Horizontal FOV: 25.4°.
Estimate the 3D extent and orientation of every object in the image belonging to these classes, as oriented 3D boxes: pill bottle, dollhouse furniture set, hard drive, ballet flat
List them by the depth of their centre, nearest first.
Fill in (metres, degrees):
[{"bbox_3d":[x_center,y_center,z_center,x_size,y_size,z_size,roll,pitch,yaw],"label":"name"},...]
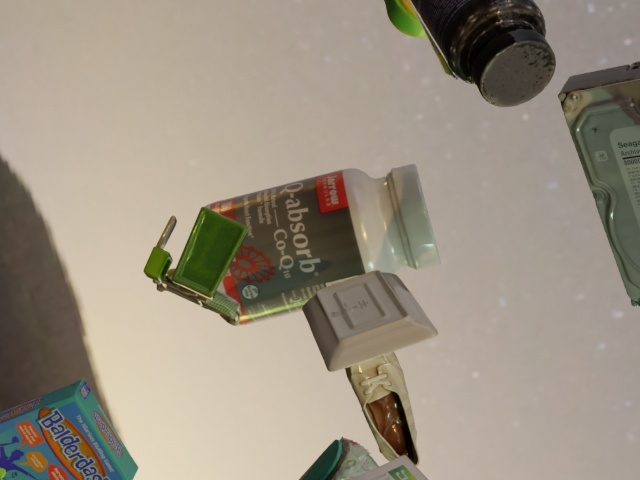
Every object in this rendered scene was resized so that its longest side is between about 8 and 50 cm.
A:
[{"bbox_3d":[-0.087,0.017,1.083,0.152,0.076,0.059,105,10,-81],"label":"dollhouse furniture set"},{"bbox_3d":[-0.019,0.308,1.506,0.077,0.241,0.091,35,25,-18],"label":"ballet flat"},{"bbox_3d":[0.187,-0.258,1.650,0.123,0.122,0.219,87,-15,-46],"label":"pill bottle"},{"bbox_3d":[0.471,-0.074,1.844,0.064,0.236,0.339,-52,126,-49],"label":"hard drive"},{"bbox_3d":[0.000,0.000,2.313,0.210,0.362,0.210,-15,90,-85],"label":"pill bottle"}]

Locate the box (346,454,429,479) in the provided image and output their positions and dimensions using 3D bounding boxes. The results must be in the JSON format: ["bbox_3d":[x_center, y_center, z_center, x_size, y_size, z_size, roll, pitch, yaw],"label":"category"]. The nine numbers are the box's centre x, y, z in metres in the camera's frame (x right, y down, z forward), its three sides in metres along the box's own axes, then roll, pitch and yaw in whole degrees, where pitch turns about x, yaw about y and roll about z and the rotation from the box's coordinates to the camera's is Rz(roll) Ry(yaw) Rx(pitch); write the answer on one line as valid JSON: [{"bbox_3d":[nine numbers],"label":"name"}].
[{"bbox_3d":[0.086,0.340,1.201,0.322,0.232,0.058,44,-49,31],"label":"box"}]

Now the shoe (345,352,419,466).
[{"bbox_3d":[0.092,0.224,1.973,0.058,0.076,0.219,-126,-166,-65],"label":"shoe"}]

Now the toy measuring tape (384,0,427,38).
[{"bbox_3d":[0.104,-0.392,2.272,0.121,0.330,0.121,-172,-90,-79],"label":"toy measuring tape"}]

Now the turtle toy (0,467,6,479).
[{"bbox_3d":[-0.377,0.262,1.441,0.066,0.130,0.095,-10,-78,60],"label":"turtle toy"}]

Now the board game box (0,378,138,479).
[{"bbox_3d":[-0.386,0.302,1.999,0.160,0.210,0.047,61,18,-18],"label":"board game box"}]

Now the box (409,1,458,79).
[{"bbox_3d":[0.186,-0.325,1.964,0.179,0.105,0.043,58,-7,-31],"label":"box"}]

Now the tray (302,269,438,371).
[{"bbox_3d":[0.056,0.094,1.859,0.270,0.145,0.030,-120,-170,-73],"label":"tray"}]
